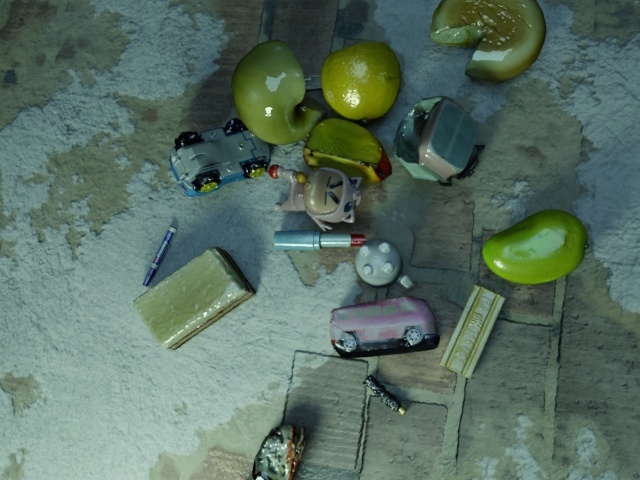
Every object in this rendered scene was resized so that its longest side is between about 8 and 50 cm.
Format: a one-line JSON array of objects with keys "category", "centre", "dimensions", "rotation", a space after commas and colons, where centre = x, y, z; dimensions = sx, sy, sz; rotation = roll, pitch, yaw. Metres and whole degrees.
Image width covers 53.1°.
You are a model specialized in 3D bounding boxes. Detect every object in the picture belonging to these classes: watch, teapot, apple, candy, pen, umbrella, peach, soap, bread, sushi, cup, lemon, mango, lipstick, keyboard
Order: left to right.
[{"category": "pen", "centre": [-0.503, 0.049, 2.002], "dimensions": [0.025, 0.025, 0.204], "rotation": [24, 84, 14]}, {"category": "candy", "centre": [-0.373, 0.171, 1.900], "dimensions": [0.320, 0.135, 0.179], "rotation": [-34, 74, 2]}, {"category": "sushi", "centre": [-0.146, 0.652, 1.767], "dimensions": [0.130, 0.124, 0.332], "rotation": [23, 82, 3]}, {"category": "apple", "centre": [-0.141, -0.420, 1.893], "dimensions": [0.233, 0.295, 0.258], "rotation": [-45, 59, -8]}, {"category": "keyboard", "centre": [-0.042, -0.502, 2.037], "dimensions": [0.165, 0.017, 0.055], "rotation": [-4, 83, 9]}, {"category": "lipstick", "centre": [0.000, 0.000, 1.899], "dimensions": [0.274, 0.068, 0.061], "rotation": [0, 89, 10]}, {"category": "peach", "centre": [0.085, -0.262, 1.891], "dimensions": [0.267, 0.159, 0.154], "rotation": [12, 72, -1]}, {"category": "lemon", "centre": [0.123, -0.453, 1.889], "dimensions": [0.240, 0.240, 0.219], "rotation": [-11, 92, 8]}, {"category": "cup", "centre": [0.172, 0.079, 1.816], "dimensions": [0.134, 0.142, 0.174], "rotation": [-24, 76, 4]}, {"category": "umbrella", "centre": [0.180, 0.435, 1.796], "dimensions": [0.144, 0.037, 0.040], "rotation": [40, 82, 18]}, {"category": "watch", "centre": [0.304, -0.293, 1.818], "dimensions": [0.161, 0.241, 0.253], "rotation": [32, 72, -27]}, {"category": "teapot", "centre": [0.410, -0.225, 1.871], "dimensions": [0.096, 0.087, 0.177], "rotation": [43, 88, -11]}, {"category": "soap", "centre": [0.425, 0.250, 1.790], "dimensions": [0.092, 0.037, 0.252], "rotation": [24, 84, 13]}, {"category": "bread", "centre": [0.498, -0.618, 1.889], "dimensions": [0.332, 0.160, 0.333], "rotation": [-1, 80, 8]}, {"category": "mango", "centre": [0.592, 0.028, 1.749], "dimensions": [0.273, 0.149, 0.185], "rotation": [-29, 82, 9]}]

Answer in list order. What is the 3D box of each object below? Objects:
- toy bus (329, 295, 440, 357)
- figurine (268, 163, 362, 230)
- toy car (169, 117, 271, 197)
[{"category": "toy bus", "centre": [0.174, 0.244, 1.789], "dimensions": [0.302, 0.127, 0.147], "rotation": [-9, 74, 8]}, {"category": "figurine", "centre": [-0.026, -0.130, 1.858], "dimensions": [0.287, 0.186, 0.176], "rotation": [14, 88, 28]}, {"category": "toy car", "centre": [-0.301, -0.242, 1.962], "dimensions": [0.314, 0.166, 0.198], "rotation": [-21, 74, -25]}]
